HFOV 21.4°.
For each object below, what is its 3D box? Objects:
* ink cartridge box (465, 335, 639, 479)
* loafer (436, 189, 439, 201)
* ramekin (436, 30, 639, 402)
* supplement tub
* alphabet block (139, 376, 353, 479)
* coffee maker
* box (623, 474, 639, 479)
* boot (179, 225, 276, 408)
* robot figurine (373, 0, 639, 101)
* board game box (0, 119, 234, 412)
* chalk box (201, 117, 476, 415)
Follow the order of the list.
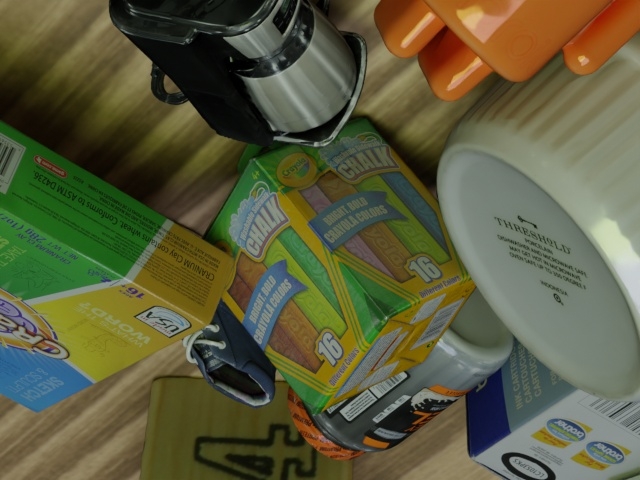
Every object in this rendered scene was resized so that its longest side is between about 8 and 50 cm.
[{"bbox_3d":[0.306,0.125,1.438,0.270,0.151,0.395,32,126,-25],"label":"ink cartridge box"},{"bbox_3d":[0.176,-0.031,1.359,0.170,0.062,0.061,18,145,-4],"label":"loafer"},{"bbox_3d":[0.195,-0.009,1.170,0.127,0.273,0.273,-36,136,-18],"label":"ramekin"},{"bbox_3d":[0.064,0.104,1.452,0.117,0.117,0.190,29,130,-24],"label":"supplement tub"},{"bbox_3d":[-0.068,0.261,1.558,0.193,0.197,0.192,4,134,-2],"label":"alphabet block"},{"bbox_3d":[-0.074,-0.143,1.175,0.171,0.120,0.178,-12,154,16],"label":"coffee maker"},{"bbox_3d":[0.320,0.282,1.400,0.091,0.130,0.170,-24,130,25],"label":"box"},{"bbox_3d":[-0.100,0.062,1.438,0.069,0.086,0.190,-33,125,30],"label":"boot"},{"bbox_3d":[0.133,-0.187,1.060,0.219,0.158,0.128,-45,163,13],"label":"robot figurine"},{"bbox_3d":[-0.250,0.025,1.343,0.242,0.064,0.316,31,149,-21],"label":"board game box"},{"bbox_3d":[0.000,0.000,1.309,0.132,0.213,0.132,-23,155,-42],"label":"chalk box"}]
